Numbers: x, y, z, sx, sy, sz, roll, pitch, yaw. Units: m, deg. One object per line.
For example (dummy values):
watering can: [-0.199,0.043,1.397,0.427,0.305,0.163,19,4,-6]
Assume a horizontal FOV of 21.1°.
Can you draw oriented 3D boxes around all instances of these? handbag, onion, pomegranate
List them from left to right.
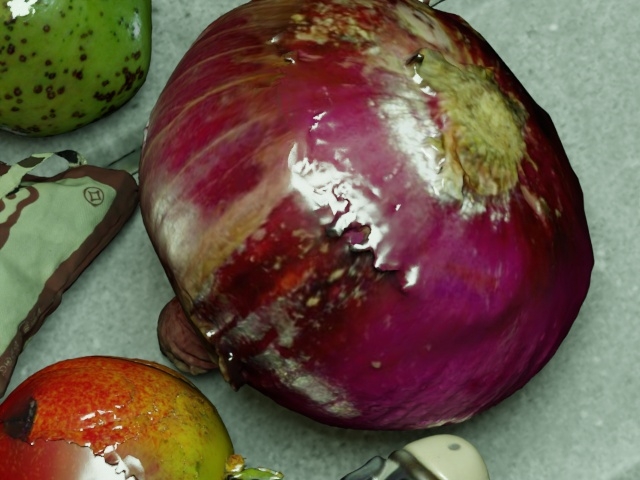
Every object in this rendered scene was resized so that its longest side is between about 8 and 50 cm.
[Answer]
handbag: [-0.286,0.004,1.362,0.213,0.127,0.235,17,49,17]
pomegranate: [-0.258,-0.180,1.409,0.248,0.214,0.214,-17,70,42]
pomegranate: [-0.148,0.190,1.279,0.235,0.210,0.210,11,79,8]
onion: [0.000,0.000,1.271,0.385,0.348,0.347,-36,68,41]

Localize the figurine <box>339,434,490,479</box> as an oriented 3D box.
figurine: [0.026,0.320,1.183,0.412,0.241,0.306,-39,107,-2]
